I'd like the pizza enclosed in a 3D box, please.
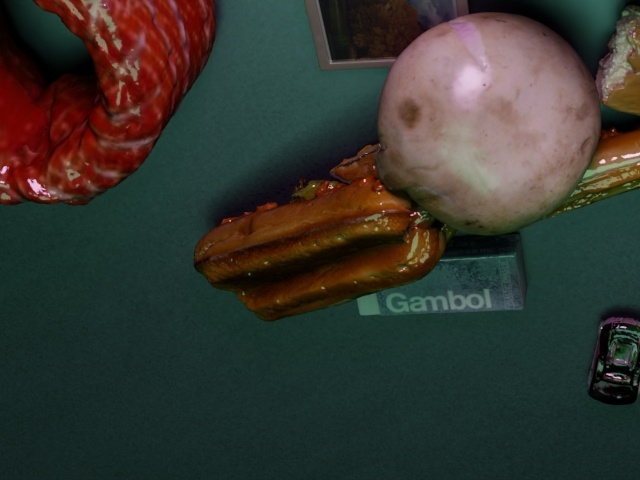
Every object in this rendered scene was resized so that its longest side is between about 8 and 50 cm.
[{"bbox_3d":[0.102,-0.073,1.706,0.176,0.036,0.185,-5,122,13],"label":"pizza"}]

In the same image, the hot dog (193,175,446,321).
[{"bbox_3d":[0.000,0.000,1.705,0.348,0.117,0.158,-19,131,43],"label":"hot dog"}]

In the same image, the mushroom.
[{"bbox_3d":[0.176,-0.127,1.547,0.254,0.184,0.255,-1,109,-2],"label":"mushroom"}]

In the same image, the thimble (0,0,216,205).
[{"bbox_3d":[-0.296,-0.222,1.558,0.350,0.231,0.350,7,127,9],"label":"thimble"}]

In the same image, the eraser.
[{"bbox_3d":[0.147,0.045,1.780,0.212,0.046,0.092,-4,125,14],"label":"eraser"}]

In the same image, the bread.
[{"bbox_3d":[0.356,-0.188,1.543,0.106,0.082,0.125,17,125,6],"label":"bread"}]

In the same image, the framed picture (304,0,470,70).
[{"bbox_3d":[0.067,-0.278,1.537,0.184,0.016,0.250,-1,142,11],"label":"framed picture"}]

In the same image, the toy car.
[{"bbox_3d":[0.380,0.158,1.813,0.069,0.055,0.142,10,126,8],"label":"toy car"}]

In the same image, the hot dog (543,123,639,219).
[{"bbox_3d":[0.309,-0.083,1.631,0.249,0.102,0.076,-19,79,20],"label":"hot dog"}]
